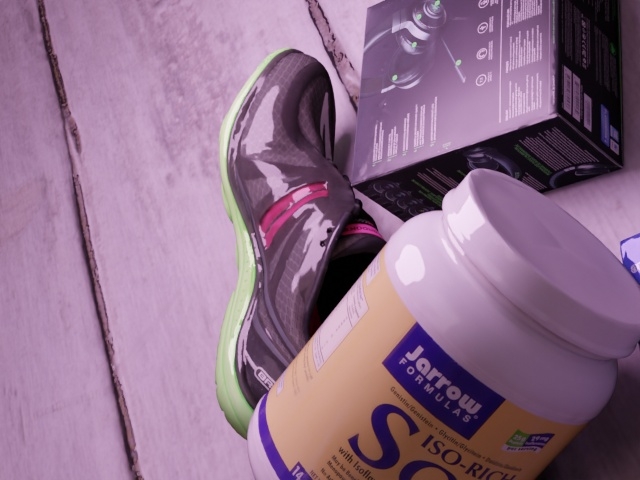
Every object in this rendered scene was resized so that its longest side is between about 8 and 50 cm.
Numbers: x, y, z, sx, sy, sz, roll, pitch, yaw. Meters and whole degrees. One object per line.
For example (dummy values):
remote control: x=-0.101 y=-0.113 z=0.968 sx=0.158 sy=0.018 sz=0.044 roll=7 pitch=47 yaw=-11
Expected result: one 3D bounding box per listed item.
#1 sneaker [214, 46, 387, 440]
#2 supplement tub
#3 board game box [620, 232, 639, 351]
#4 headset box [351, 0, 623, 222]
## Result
sneaker: x=0.000 y=0.000 z=1.464 sx=0.202 sy=0.185 sz=0.483 roll=-15 pitch=65 yaw=29
supplement tub: x=0.113 y=0.125 z=1.163 sx=0.331 sy=0.241 sz=0.241 roll=-53 pitch=39 yaw=23
board game box: x=0.419 y=0.084 z=1.049 sx=0.319 sy=0.066 sz=0.318 roll=-28 pitch=49 yaw=32
headset box: x=0.172 y=-0.167 z=1.404 sx=0.283 sy=0.131 sz=0.246 roll=-18 pitch=54 yaw=37
